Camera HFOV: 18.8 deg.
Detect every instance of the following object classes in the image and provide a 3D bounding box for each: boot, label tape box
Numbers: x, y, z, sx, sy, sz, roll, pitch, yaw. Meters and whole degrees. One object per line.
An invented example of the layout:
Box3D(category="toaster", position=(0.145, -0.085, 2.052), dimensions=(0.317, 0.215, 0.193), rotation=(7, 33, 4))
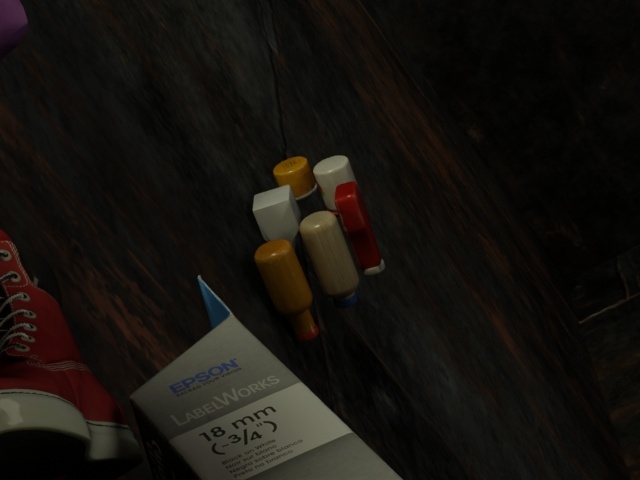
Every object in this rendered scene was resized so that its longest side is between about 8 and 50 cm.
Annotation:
Box3D(category="boot", position=(-0.199, 0.066, 1.180), dimensions=(0.176, 0.088, 0.244), rotation=(64, 6, 12))
Box3D(category="label tape box", position=(-0.032, 0.202, 1.256), dimensions=(0.333, 0.106, 0.241), rotation=(39, -33, 55))

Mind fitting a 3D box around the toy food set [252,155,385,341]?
Box3D(category="toy food set", position=(0.000, 0.000, 1.978), dimensions=(0.232, 0.111, 0.105), rotation=(-89, 160, -65))

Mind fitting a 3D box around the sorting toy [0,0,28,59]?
Box3D(category="sorting toy", position=(-0.320, -0.268, 1.337), dimensions=(0.127, 0.126, 0.366), rotation=(-6, 72, -62))
